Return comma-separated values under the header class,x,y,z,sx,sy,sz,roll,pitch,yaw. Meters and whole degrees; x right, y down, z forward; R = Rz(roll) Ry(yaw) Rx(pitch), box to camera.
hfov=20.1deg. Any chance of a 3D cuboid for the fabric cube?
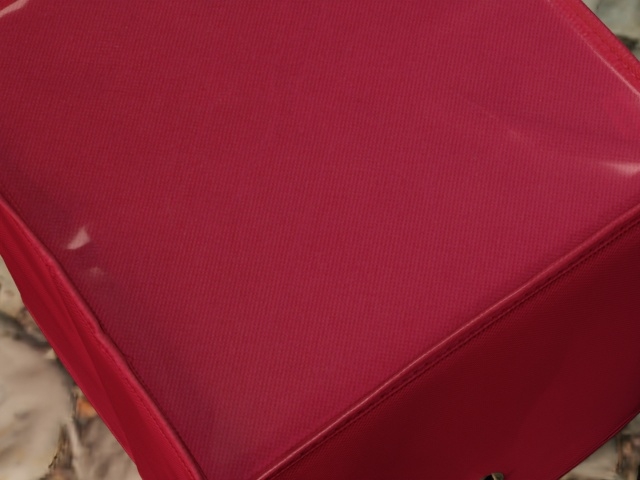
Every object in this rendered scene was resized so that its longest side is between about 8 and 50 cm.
class,x,y,z,sx,sy,sz,roll,pitch,yaw
fabric cube,0.000,0.000,0.844,0.254,0.258,0.259,-33,67,-12
